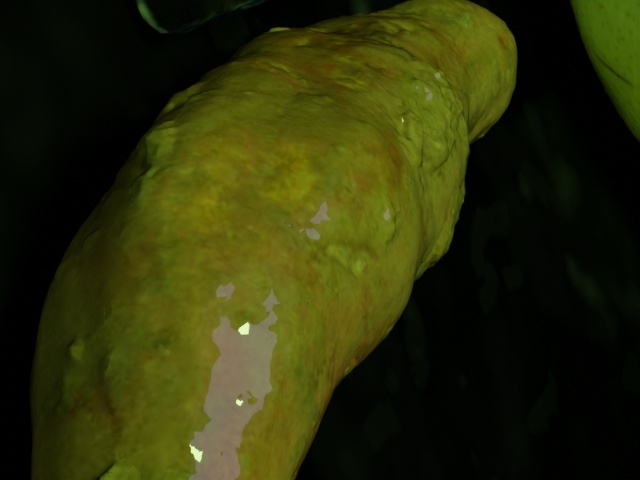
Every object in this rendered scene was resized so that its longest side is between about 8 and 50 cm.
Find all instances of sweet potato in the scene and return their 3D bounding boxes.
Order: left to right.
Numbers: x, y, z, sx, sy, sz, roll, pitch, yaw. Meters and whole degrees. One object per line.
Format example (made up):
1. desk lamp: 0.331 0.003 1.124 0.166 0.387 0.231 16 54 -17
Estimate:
1. sweet potato: -0.009 -0.010 0.508 0.106 0.095 0.354 56 32 -19

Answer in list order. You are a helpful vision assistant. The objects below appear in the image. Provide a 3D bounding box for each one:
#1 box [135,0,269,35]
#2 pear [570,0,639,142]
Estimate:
1. box: -0.007 -0.181 0.626 0.259 0.071 0.168 -38 107 -60
2. pear: 0.282 -0.158 0.845 0.348 0.348 0.348 35 46 -47
